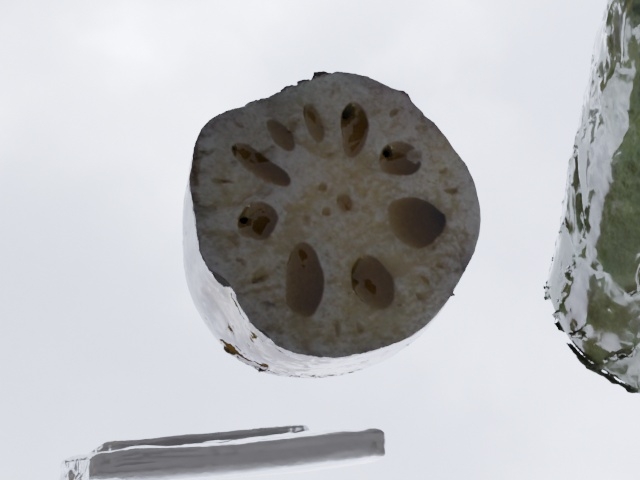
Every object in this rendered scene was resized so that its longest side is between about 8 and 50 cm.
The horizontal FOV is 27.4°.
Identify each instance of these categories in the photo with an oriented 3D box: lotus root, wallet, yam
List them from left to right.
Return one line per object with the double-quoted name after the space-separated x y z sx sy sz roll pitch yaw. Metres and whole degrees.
-0.061 0.129 0.786 0.183 0.124 0.032 -1 -98 -18 "wallet"
0.002 0.003 0.533 0.122 0.081 0.112 -22 -112 -25 "lotus root"
0.254 -0.054 0.846 0.195 0.300 0.195 5 -148 -3 "yam"
